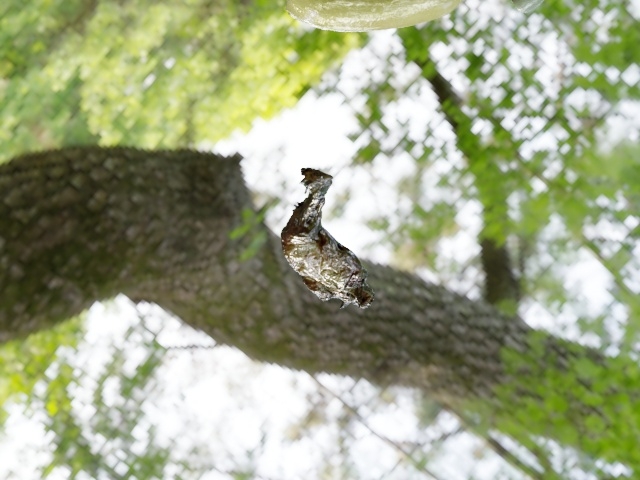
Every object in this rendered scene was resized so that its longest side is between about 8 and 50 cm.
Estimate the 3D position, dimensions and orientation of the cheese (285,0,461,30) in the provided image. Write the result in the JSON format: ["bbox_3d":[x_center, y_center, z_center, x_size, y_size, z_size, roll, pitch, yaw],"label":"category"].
[{"bbox_3d":[0.094,-0.437,2.113,0.128,0.315,0.260,144,-55,-75],"label":"cheese"}]

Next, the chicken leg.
[{"bbox_3d":[0.000,0.000,1.765,0.106,0.253,0.051,7,-128,26],"label":"chicken leg"}]

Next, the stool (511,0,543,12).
[{"bbox_3d":[0.284,-0.460,1.918,0.198,0.195,0.195,-39,-137,18],"label":"stool"}]
